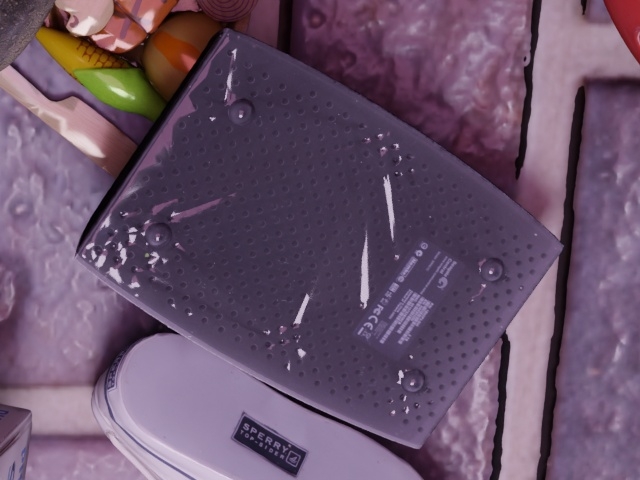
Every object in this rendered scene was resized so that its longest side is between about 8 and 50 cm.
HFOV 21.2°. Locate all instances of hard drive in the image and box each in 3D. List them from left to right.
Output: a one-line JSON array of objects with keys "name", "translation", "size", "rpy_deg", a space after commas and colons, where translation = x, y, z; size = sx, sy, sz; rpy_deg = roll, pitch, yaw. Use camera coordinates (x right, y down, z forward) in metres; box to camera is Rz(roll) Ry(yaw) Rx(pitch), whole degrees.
[{"name": "hard drive", "translation": [0.000, 0.000, 0.996], "size": [0.254, 0.054, 0.172], "rpy_deg": [31, 98, -26]}]

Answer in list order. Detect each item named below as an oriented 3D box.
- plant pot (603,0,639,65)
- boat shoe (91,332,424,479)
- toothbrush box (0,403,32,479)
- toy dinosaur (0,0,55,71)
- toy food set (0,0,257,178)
[{"name": "plant pot", "translation": [0.235, -0.171, 0.934], "size": [0.191, 0.191, 0.174], "rpy_deg": [-43, 104, 4]}, {"name": "boat shoe", "translation": [-0.024, 0.148, 1.036], "size": [0.258, 0.084, 0.095], "rpy_deg": [40, 60, -8]}, {"name": "toothbrush box", "translation": [-0.325, 0.181, 0.941], "size": [0.295, 0.126, 0.216], "rpy_deg": [11, 103, 4]}, {"name": "toy dinosaur", "translation": [-0.221, -0.134, 0.931], "size": [0.313, 0.121, 0.160], "rpy_deg": [-44, 118, 0]}, {"name": "toy food set", "translation": [-0.096, -0.134, 0.972], "size": [0.132, 0.038, 0.192], "rpy_deg": [37, 97, -15]}]
